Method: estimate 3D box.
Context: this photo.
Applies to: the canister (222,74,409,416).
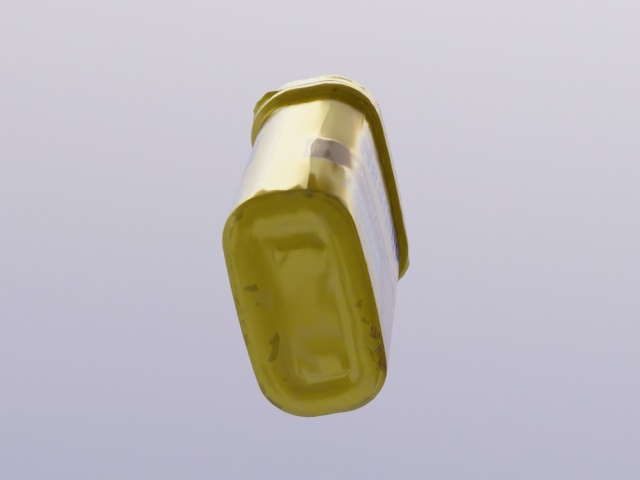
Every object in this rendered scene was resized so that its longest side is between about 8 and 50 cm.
[{"bbox_3d":[0.000,0.000,0.881,0.073,0.126,0.170,-10,-159,9],"label":"canister"}]
